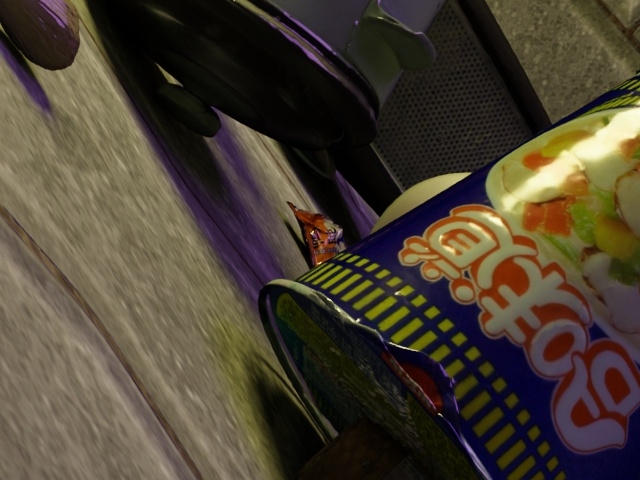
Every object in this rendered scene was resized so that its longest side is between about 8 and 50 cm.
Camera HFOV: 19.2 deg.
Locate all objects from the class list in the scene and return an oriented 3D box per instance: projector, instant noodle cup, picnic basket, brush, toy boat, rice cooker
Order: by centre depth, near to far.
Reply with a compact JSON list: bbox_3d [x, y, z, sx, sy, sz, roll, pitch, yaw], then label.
[{"bbox_3d":[-0.224,-0.204,1.033,0.299,0.039,0.042,52,35,-33],"label":"brush"},{"bbox_3d":[0.032,0.154,1.143,0.083,0.072,0.072,49,5,5],"label":"picnic basket"},{"bbox_3d":[0.163,0.046,1.245,0.284,0.312,0.284,47,-17,19],"label":"instant noodle cup"},{"bbox_3d":[-0.026,-0.213,1.492,0.317,0.316,0.264,62,5,29],"label":"rice cooker"},{"bbox_3d":[-0.032,-0.119,2.191,0.122,0.034,0.096,36,18,-51],"label":"toy boat"},{"bbox_3d":[0.082,-0.211,2.289,0.405,0.242,0.395,55,-4,-37],"label":"projector"}]

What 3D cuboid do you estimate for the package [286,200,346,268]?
[{"bbox_3d":[-0.001,0.001,1.821,0.110,0.033,0.077,8,73,-65],"label":"package"}]

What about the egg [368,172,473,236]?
[{"bbox_3d":[0.174,0.099,1.616,0.345,0.283,0.283,47,6,0],"label":"egg"}]
